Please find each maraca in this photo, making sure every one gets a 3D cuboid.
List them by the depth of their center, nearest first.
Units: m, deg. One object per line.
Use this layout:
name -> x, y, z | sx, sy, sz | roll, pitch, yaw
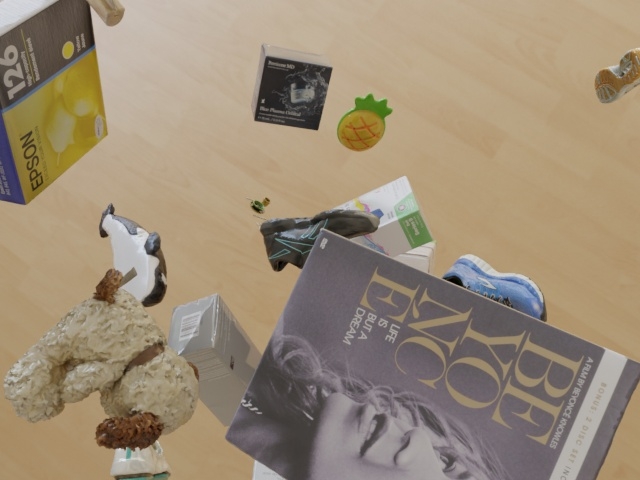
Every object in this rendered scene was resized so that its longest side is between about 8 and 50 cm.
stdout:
maraca -> 0.116, -0.312, 1.676 | 0.127, 0.186, 0.099 | 14, 45, -16

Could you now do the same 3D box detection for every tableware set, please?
tableware set -> -0.134, -0.062, 1.678 | 0.024, 0.104, 0.154 | -50, 44, 25

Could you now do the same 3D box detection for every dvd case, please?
dvd case -> 0.058, 0.105, 0.399 | 0.221, 0.018, 0.165 | 24, 87, 27

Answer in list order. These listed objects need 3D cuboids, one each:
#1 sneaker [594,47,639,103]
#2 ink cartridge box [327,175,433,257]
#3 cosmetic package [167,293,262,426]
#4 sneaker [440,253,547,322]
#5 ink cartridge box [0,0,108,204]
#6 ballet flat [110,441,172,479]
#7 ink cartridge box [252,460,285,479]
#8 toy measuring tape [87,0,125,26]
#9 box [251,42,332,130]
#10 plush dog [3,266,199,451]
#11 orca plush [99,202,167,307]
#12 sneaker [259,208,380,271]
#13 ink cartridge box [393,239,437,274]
sneaker -> 0.263, -0.139, 0.531 | 0.037, 0.083, 0.032 | -14, 88, -4
ink cartridge box -> 0.118, -0.029, 1.361 | 0.212, 0.154, 0.093 | -25, 122, 13
cosmetic package -> -0.182, 0.226, 1.163 | 0.107, 0.238, 0.127 | -19, 43, 13
sneaker -> 0.453, 0.154, 1.679 | 0.147, 0.330, 0.130 | -32, 122, -24
ink cartridge box -> -0.456, -0.209, 0.971 | 0.072, 0.304, 0.307 | 22, 49, 7
ballet flat -> -0.462, 0.567, 1.636 | 0.139, 0.400, 0.139 | 3, 66, -7
ink cartridge box -> 0.073, 0.339, 0.776 | 0.324, 0.071, 0.330 | 4, 49, 1
toy measuring tape -> -0.241, -0.218, 0.435 | 0.121, 0.330, 0.121 | 0, 82, 2
box -> -0.069, -0.351, 1.448 | 0.156, 0.093, 0.158 | 6, 123, -14
plush dog -> -0.270, 0.181, 0.909 | 0.225, 0.262, 0.210 | 44, 113, 4
orca plush -> -0.371, 0.045, 1.287 | 0.287, 0.102, 0.151 | 29, 85, 40
sneaker -> 0.000, 0.000, 1.224 | 0.267, 0.101, 0.106 | -9, 81, 37
ink cartridge box -> 0.239, 0.109, 1.685 | 0.114, 0.273, 0.198 | 7, 99, 14
